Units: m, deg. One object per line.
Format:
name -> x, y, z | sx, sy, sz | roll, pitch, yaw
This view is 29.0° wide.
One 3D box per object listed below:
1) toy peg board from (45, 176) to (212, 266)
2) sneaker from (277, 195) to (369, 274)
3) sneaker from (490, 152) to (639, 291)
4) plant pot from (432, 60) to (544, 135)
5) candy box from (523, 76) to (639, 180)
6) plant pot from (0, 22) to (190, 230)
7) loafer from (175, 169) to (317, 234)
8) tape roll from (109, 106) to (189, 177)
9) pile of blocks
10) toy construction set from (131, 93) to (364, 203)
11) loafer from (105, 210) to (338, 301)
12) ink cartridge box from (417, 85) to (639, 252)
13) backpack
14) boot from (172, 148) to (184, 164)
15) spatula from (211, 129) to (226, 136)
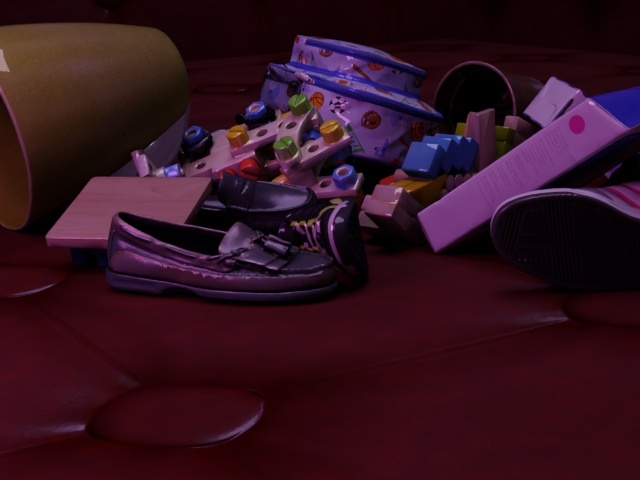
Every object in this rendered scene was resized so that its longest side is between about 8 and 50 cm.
toy peg board -> -0.226, -0.008, 1.518 | 0.161, 0.079, 0.160 | 1, 30, 13
sneaker -> 0.000, 0.000, 1.429 | 0.097, 0.084, 0.234 | -11, 4, 1
sneaker -> 0.321, -0.029, 1.368 | 0.295, 0.123, 0.178 | 5, 18, -6
plant pot -> 0.305, -0.218, 2.102 | 0.167, 0.167, 0.165 | 10, 11, 41
candy box -> 0.382, -0.128, 1.669 | 0.196, 0.070, 0.165 | 37, 10, -9
plant pot -> -0.339, -0.193, 1.714 | 0.293, 0.274, 0.275 | -25, 24, -31
loafer -> -0.116, -0.052, 1.602 | 0.223, 0.078, 0.076 | -2, 39, 4
tape roll -> -0.351, -0.213, 1.972 | 0.169, 0.246, 0.246 | 8, 17, 37
pile of blocks -> 0.156, -0.096, 1.623 | 0.113, 0.149, 0.362 | 9, 18, 39
toy construction set -> -0.110, -0.101, 1.732 | 0.328, 0.151, 0.215 | -10, 39, -1
loafer -> -0.113, 0.015, 1.344 | 0.267, 0.084, 0.096 | 2, 14, 16
ink cartridge box -> 0.292, -0.099, 1.417 | 0.176, 0.069, 0.371 | -16, -12, -44
backpack -> 0.058, -0.196, 1.912 | 0.276, 0.213, 0.263 | 3, 21, -38
boot -> -0.214, -0.149, 2.130 | 0.087, 0.042, 0.118 | -2, 14, -28
spatula -> -0.168, -0.188, 2.323 | 0.168, 0.019, 0.242 | -3, 12, 19
